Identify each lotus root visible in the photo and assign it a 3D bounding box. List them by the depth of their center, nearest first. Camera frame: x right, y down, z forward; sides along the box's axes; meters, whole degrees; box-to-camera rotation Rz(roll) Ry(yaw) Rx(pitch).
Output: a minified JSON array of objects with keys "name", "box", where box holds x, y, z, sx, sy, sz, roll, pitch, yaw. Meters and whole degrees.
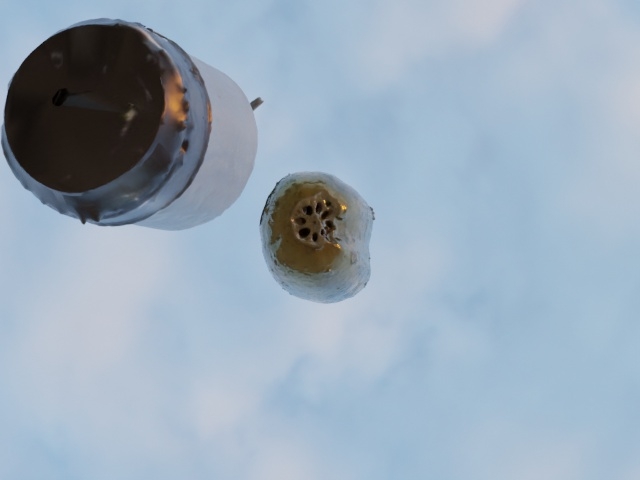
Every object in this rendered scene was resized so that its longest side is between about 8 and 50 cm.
[{"name":"lotus root","box":[-0.001,0.000,0.942,0.077,0.183,0.090,3,-94,8]}]

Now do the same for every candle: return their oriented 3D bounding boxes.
[{"name":"candle","box":[-0.197,-0.117,1.476,0.221,0.342,0.221,-2,-96,16]}]
